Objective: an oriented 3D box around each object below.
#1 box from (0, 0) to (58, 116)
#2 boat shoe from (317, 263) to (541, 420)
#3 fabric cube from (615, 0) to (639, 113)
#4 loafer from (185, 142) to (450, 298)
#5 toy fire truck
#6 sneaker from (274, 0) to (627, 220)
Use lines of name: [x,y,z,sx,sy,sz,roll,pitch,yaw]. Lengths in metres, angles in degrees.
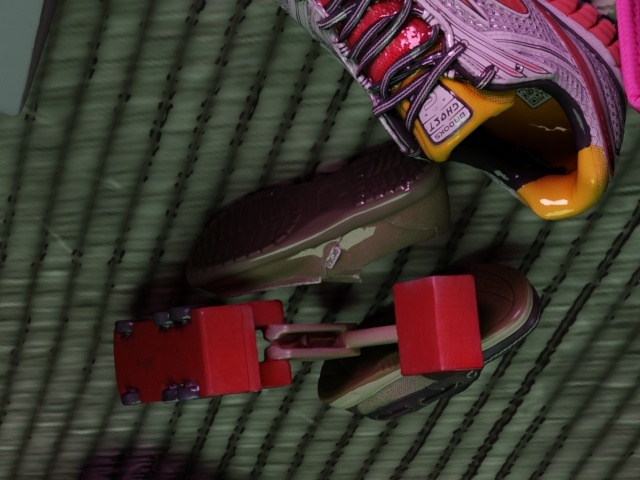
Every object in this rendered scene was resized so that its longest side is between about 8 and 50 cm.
box: [-0.170,-0.145,0.564,0.181,0.119,0.182,17,164,-10]
boat shoe: [0.063,0.057,0.852,0.049,0.056,0.152,31,142,-30]
fabric cube: [0.264,-0.121,0.478,0.258,0.254,0.259,33,131,-25]
loafer: [0.000,0.000,0.792,0.148,0.056,0.050,-19,125,26]
toy fire truck: [-0.017,0.053,0.820,0.135,0.047,0.192,-4,174,-25]
sneaker: [0.046,-0.089,0.662,0.225,0.093,0.088,30,133,-23]
